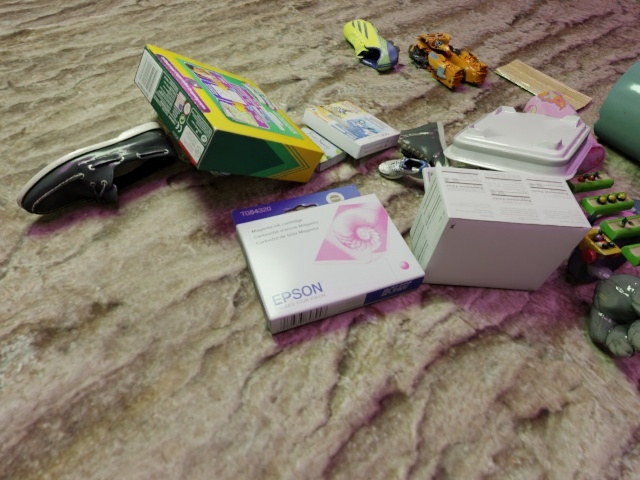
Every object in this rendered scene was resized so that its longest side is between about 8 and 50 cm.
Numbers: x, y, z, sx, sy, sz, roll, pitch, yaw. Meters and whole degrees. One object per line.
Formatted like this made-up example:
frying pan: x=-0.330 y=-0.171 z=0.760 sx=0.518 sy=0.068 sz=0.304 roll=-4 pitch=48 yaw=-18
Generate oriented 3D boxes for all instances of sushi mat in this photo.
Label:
sushi mat: x=0.777 y=-0.543 z=1.413 sx=0.151 sy=0.019 sz=0.316 roll=-29 pitch=60 yaw=-27

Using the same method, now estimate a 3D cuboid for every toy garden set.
toy garden set: x=0.591 y=-0.058 z=0.841 sx=0.204 sy=0.049 sz=0.244 roll=-9 pitch=54 yaw=-12

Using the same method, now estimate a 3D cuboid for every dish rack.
dish rack: x=0.492 y=-0.255 z=0.985 sx=0.286 sy=0.072 sz=0.333 roll=22 pitch=39 yaw=33

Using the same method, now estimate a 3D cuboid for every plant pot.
plant pot: x=0.978 y=-0.324 z=1.082 sx=0.341 sy=0.341 sz=0.334 roll=-24 pitch=49 yaw=-23

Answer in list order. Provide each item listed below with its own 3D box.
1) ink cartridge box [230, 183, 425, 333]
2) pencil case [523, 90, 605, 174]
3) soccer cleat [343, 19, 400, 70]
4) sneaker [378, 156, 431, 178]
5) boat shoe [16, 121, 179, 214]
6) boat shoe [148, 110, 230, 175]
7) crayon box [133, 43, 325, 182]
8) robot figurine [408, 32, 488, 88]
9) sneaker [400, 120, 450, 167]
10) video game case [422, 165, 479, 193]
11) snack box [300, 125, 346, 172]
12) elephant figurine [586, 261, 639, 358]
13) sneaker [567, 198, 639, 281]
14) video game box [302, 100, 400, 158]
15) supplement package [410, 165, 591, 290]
ink cartridge box: x=0.000 y=0.000 z=0.858 sx=0.324 sy=0.071 sz=0.330 roll=-15 pitch=56 yaw=-17
pencil case: x=0.690 y=-0.305 z=1.153 sx=0.124 sy=0.124 sz=0.284 roll=-2 pitch=52 yaw=-8
soccer cleat: x=0.156 y=-0.693 z=1.421 sx=0.121 sy=0.093 sz=0.289 roll=-29 pitch=59 yaw=-18
sneaker: x=0.207 y=-0.188 z=1.012 sx=0.135 sy=0.058 sz=0.052 roll=4 pitch=80 yaw=27
boat shoe: x=-0.466 y=-0.138 z=0.888 sx=0.113 sy=0.127 sz=0.340 roll=49 pitch=56 yaw=2
boat shoe: x=-0.325 y=-0.245 z=1.015 sx=0.094 sy=0.109 sz=0.302 roll=-47 pitch=64 yaw=7
crayon box: x=-0.214 y=-0.292 z=0.960 sx=0.313 sy=0.106 sz=0.363 roll=0 pitch=43 yaw=-49
robot figurine: x=0.442 y=-0.641 z=1.413 sx=0.211 sy=0.085 sz=0.291 roll=-15 pitch=54 yaw=-19
sneaker: x=0.277 y=-0.211 z=1.065 sx=0.118 sy=0.083 sz=0.221 roll=-8 pitch=59 yaw=15
video game case: x=0.323 y=-0.100 z=0.962 sx=0.143 sy=0.019 sz=0.157 roll=-4 pitch=79 yaw=-10
snack box: x=-0.013 y=-0.249 z=1.075 sx=0.100 sy=0.037 sz=0.141 roll=-33 pitch=61 yaw=-30
elephant figurine: x=0.654 y=0.155 z=0.770 sx=0.240 sy=0.185 sz=0.169 roll=7 pitch=7 yaw=-14
sneaker: x=0.647 y=-0.011 z=0.931 sx=0.319 sy=0.112 sz=0.131 roll=-23 pitch=37 yaw=-23
video game box: x=0.088 y=-0.310 z=1.108 sx=0.205 sy=0.048 sz=0.187 roll=40 pitch=42 yaw=23
supplement package: x=0.342 y=-0.018 z=0.820 sx=0.262 sy=0.204 sz=0.145 roll=5 pitch=49 yaw=-3
